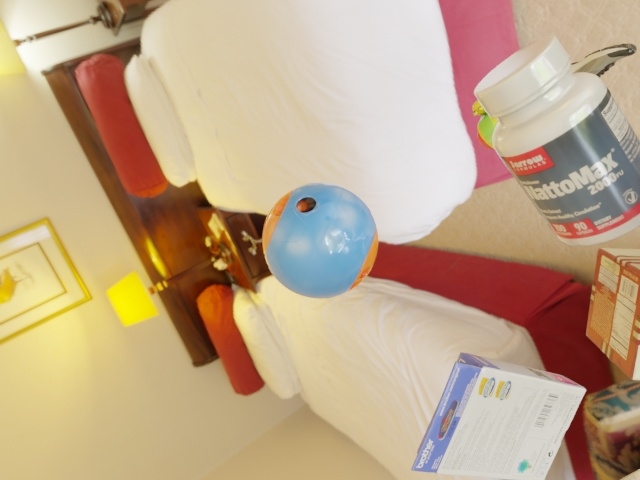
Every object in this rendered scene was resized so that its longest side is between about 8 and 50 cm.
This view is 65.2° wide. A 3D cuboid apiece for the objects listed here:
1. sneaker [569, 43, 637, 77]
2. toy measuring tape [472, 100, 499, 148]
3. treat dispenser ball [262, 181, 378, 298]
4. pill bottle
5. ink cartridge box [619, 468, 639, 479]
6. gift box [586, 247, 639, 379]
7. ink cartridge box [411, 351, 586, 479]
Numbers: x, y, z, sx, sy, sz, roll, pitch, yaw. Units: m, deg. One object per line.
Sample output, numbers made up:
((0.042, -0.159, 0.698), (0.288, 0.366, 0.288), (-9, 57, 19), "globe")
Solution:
((0.865, -0.539, 1.591), (0.272, 0.100, 0.108), (-19, 93, 56), "sneaker")
((0.549, -0.269, 1.419), (0.330, 0.121, 0.121), (46, 156, 0), "toy measuring tape")
((0.000, 0.000, 1.240), (0.288, 0.288, 0.288), (46, 153, 32), "treat dispenser ball")
((0.230, -0.093, 0.475), (0.180, 0.108, 0.108), (49, 160, -13), "pill bottle")
((0.773, 0.664, 1.156), (0.233, 0.168, 0.171), (29, -156, -33), "ink cartridge box")
((0.738, 0.131, 1.021), (0.255, 0.258, 0.276), (-74, -14, -71), "gift box")
((0.283, 0.290, 0.814), (0.065, 0.311, 0.185), (31, 102, 59), "ink cartridge box")
